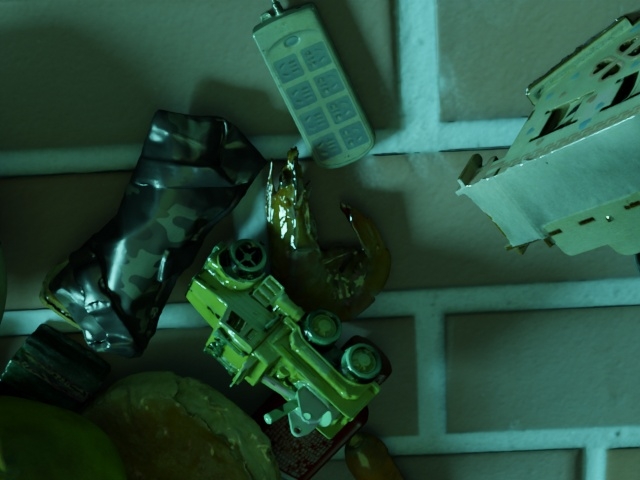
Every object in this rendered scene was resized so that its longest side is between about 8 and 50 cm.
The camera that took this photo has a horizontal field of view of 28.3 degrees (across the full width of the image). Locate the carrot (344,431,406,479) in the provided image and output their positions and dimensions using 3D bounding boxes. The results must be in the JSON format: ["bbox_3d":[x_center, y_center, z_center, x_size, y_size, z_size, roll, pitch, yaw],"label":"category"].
[{"bbox_3d":[0.114,0.352,1.726,0.062,0.066,0.271,-3,133,54],"label":"carrot"}]

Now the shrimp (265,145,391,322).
[{"bbox_3d":[0.000,0.000,1.543,0.150,0.068,0.249,-20,122,0],"label":"shrimp"}]

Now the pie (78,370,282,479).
[{"bbox_3d":[-0.193,0.325,1.646,0.339,0.083,0.340,9,112,25],"label":"pie"}]

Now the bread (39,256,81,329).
[{"bbox_3d":[-0.298,0.071,1.593,0.106,0.053,0.072,39,89,-19],"label":"bread"}]

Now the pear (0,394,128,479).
[{"bbox_3d":[-0.372,0.317,1.532,0.321,0.269,0.269,25,124,34],"label":"pear"}]

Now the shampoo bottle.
[{"bbox_3d":[-0.033,0.251,1.662,0.118,0.076,0.314,40,112,-5],"label":"shampoo bottle"}]

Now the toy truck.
[{"bbox_3d":[-0.061,0.126,1.511,0.259,0.135,0.128,47,146,8],"label":"toy truck"}]

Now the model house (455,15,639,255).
[{"bbox_3d":[0.341,-0.126,1.394,0.169,0.244,0.326,44,144,-17],"label":"model house"}]

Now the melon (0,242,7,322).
[{"bbox_3d":[-0.506,0.015,1.449,0.268,0.268,0.330,-22,106,13],"label":"melon"}]

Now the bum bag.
[{"bbox_3d":[-0.203,-0.009,1.519,0.144,0.095,0.340,31,110,-11],"label":"bum bag"}]

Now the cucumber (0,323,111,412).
[{"bbox_3d":[-0.351,0.183,1.638,0.115,0.062,0.116,36,103,-11],"label":"cucumber"}]

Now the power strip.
[{"bbox_3d":[-0.008,-0.182,1.464,0.080,0.029,0.227,-22,114,12],"label":"power strip"}]

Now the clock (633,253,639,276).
[{"bbox_3d":[0.519,-0.033,1.508,0.312,0.061,0.313,1,117,1],"label":"clock"}]
